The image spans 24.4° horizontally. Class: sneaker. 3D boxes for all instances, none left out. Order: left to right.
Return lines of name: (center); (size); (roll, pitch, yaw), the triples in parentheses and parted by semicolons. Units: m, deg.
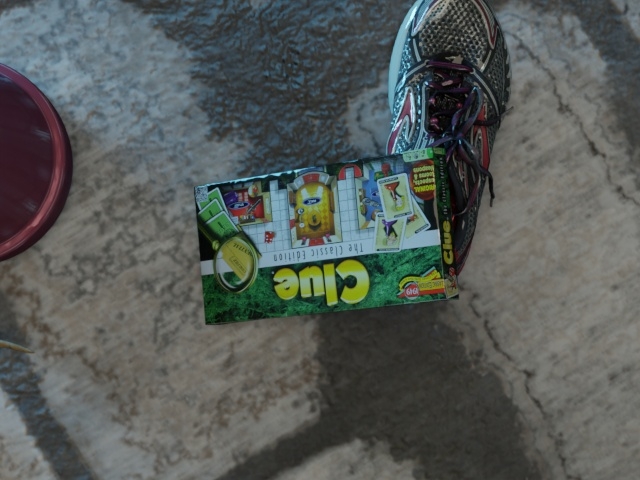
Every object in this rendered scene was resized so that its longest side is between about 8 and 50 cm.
sneaker: (0.121, -0.096, 1.386); (0.120, 0.112, 0.299); (6, 85, -1)

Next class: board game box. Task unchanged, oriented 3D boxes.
board game box: (0.000, 0.000, 1.352); (0.259, 0.030, 0.136); (-8, 87, 31)

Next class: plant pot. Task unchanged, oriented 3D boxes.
plant pot: (-0.337, -0.079, 1.341); (0.201, 0.180, 0.201); (0, 85, -1)

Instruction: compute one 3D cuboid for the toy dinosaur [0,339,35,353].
toy dinosaur: (-0.377, 0.124, 1.391); (0.211, 0.064, 0.112); (-42, 102, 9)
